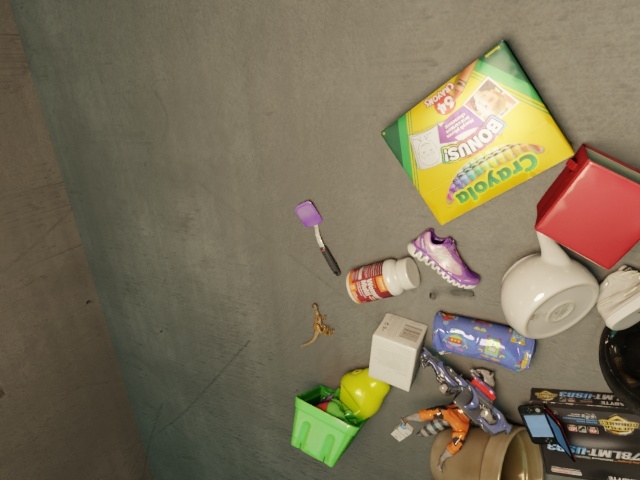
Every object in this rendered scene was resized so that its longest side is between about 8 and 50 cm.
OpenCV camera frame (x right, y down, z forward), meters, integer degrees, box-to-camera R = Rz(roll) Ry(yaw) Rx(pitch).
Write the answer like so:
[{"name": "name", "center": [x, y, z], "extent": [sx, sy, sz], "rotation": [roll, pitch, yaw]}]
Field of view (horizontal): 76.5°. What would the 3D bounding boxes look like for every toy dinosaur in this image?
[{"name": "toy dinosaur", "center": [-0.008, 0.346, 1.601], "extent": [0.112, 0.064, 0.212], "rotation": [23, 113, 40]}]

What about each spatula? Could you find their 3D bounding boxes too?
[{"name": "spatula", "center": [0.000, 0.000, 1.449], "extent": [0.084, 0.030, 0.297], "rotation": [-19, 102, 35]}]

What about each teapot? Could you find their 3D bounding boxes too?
[{"name": "teapot", "center": [0.584, 0.129, 1.093], "extent": [0.256, 0.187, 0.252], "rotation": [-44, 128, 17]}]

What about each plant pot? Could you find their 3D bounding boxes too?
[{"name": "plant pot", "center": [0.535, 0.762, 1.351], "extent": [0.280, 0.323, 0.324], "rotation": [-10, 107, 48]}]

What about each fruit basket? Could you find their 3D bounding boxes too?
[{"name": "fruit basket", "center": [0.088, 0.605, 1.524], "extent": [0.282, 0.392, 0.393], "rotation": [20, 120, 19]}]

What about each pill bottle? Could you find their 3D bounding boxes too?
[{"name": "pill bottle", "center": [0.204, 0.130, 1.338], "extent": [0.221, 0.121, 0.121], "rotation": [-20, 101, 34]}]

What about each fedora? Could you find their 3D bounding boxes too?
[{"name": "fedora", "center": [0.868, 0.296, 0.976], "extent": [0.152, 0.334, 0.334], "rotation": [15, 124, -16]}]

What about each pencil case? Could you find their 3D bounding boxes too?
[{"name": "pencil case", "center": [0.495, 0.314, 1.258], "extent": [0.305, 0.119, 0.133], "rotation": [8, 86, 26]}]

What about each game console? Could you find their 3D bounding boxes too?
[{"name": "game console", "center": [0.675, 0.578, 1.218], "extent": [0.124, 0.085, 0.144], "rotation": [-20, 100, 36]}]

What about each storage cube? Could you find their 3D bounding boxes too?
[{"name": "storage cube", "center": [0.648, -0.086, 0.958], "extent": [0.214, 0.183, 0.193], "rotation": [31, 125, 13]}]

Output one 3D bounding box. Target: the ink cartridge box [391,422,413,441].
[{"name": "ink cartridge box", "center": [0.323, 0.756, 1.609], "extent": [0.048, 0.028, 0.083], "rotation": [40, 124, 8]}]

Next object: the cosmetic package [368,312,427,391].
[{"name": "cosmetic package", "center": [0.266, 0.380, 1.397], "extent": [0.151, 0.151, 0.184], "rotation": [15, 117, 24]}]

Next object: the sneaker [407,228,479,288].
[{"name": "sneaker", "center": [0.384, 0.049, 1.225], "extent": [0.236, 0.095, 0.105], "rotation": [36, 117, 12]}]

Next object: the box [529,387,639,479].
[{"name": "box", "center": [0.824, 0.599, 1.237], "extent": [0.295, 0.073, 0.294], "rotation": [-8, 106, 32]}]

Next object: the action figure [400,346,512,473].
[{"name": "action figure", "center": [0.419, 0.518, 1.325], "extent": [0.330, 0.178, 0.341], "rotation": [-40, 69, 0]}]

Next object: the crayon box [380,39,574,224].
[{"name": "crayon box", "center": [0.395, -0.264, 1.064], "extent": [0.362, 0.106, 0.313], "rotation": [-32, 94, 35]}]

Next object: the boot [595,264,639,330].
[{"name": "boot", "center": [0.784, 0.102, 0.992], "extent": [0.095, 0.124, 0.258], "rotation": [14, 132, -23]}]
